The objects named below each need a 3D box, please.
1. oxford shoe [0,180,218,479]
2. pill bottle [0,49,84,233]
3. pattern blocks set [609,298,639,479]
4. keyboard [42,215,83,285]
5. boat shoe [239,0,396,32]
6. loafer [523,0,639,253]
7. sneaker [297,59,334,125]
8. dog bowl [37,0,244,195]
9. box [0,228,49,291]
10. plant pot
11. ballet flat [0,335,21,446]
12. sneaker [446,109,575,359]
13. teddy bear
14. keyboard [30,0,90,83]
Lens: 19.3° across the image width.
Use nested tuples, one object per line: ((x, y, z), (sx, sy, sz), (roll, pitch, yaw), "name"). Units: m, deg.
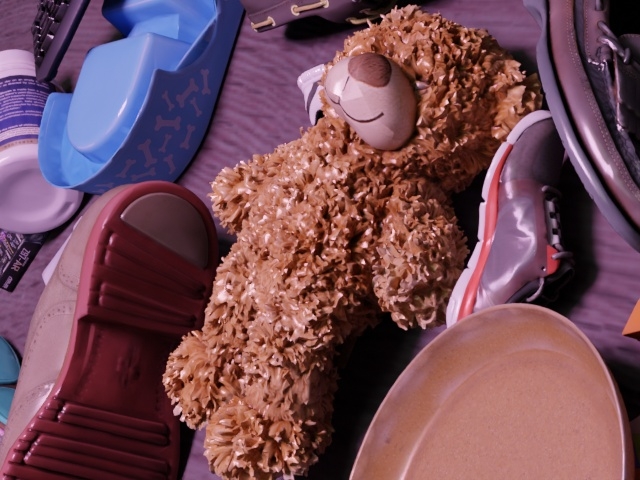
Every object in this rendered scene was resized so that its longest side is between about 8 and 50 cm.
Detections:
((-0.171, 0.125, 1.381), (0.130, 0.123, 0.348), (7, 75, 65), "oxford shoe")
((-0.264, -0.093, 1.661), (0.094, 0.094, 0.169), (-46, 37, 24), "pill bottle")
((0.212, 0.118, 0.945), (0.325, 0.026, 0.285), (-50, 36, 19), "pattern blocks set")
((-0.178, 0.071, 1.515), (0.072, 0.014, 0.256), (-57, 34, 19), "keyboard")
((0.020, -0.194, 1.377), (0.081, 0.068, 0.228), (-35, 23, -34), "boat shoe")
((0.178, -0.108, 1.086), (0.084, 0.096, 0.267), (-36, 40, 25), "loafer")
((0.028, -0.113, 1.342), (0.109, 0.040, 0.044), (-28, 64, 46), "sneaker")
((-0.138, -0.167, 1.562), (0.166, 0.074, 0.297), (-5, 64, 52), "dog bowl")
((-0.279, -0.002, 1.689), (0.067, 0.018, 0.083), (-56, 34, 11), "box")
((0.093, 0.151, 1.037), (0.236, 0.032, 0.236), (-35, 44, 43), "plant pot")
((-0.272, 0.143, 1.546), (0.221, 0.077, 0.079), (39, 120, 55), "ballet flat")
((0.129, 0.001, 1.120), (0.065, 0.061, 0.158), (13, 83, 35), "sneaker")
((0.000, 0.000, 1.219), (0.338, 0.113, 0.245), (-50, 30, 25), "teddy bear")
((-0.176, -0.302, 1.581), (0.317, 0.033, 0.201), (-59, 20, 27), "keyboard")
